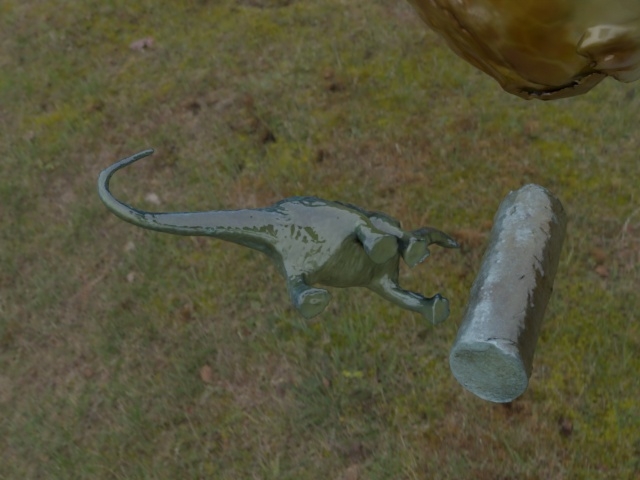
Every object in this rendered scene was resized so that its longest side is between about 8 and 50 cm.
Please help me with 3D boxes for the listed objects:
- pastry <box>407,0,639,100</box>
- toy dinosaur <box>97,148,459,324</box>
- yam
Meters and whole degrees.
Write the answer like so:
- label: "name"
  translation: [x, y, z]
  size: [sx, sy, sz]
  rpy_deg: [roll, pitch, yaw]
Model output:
- label: "pastry"
  translation: [0.121, -0.208, 0.449]
  size: [0.236, 0.170, 0.256]
  rpy_deg: [-37, 84, 13]
- label: "toy dinosaur"
  translation: [0.009, 0.005, 0.751]
  size: [0.147, 0.362, 0.077]
  rpy_deg: [38, 115, 52]
- label: "yam"
  translation: [0.218, 0.051, 1.073]
  size: [0.093, 0.093, 0.259]
  rpy_deg: [9, 49, 20]
